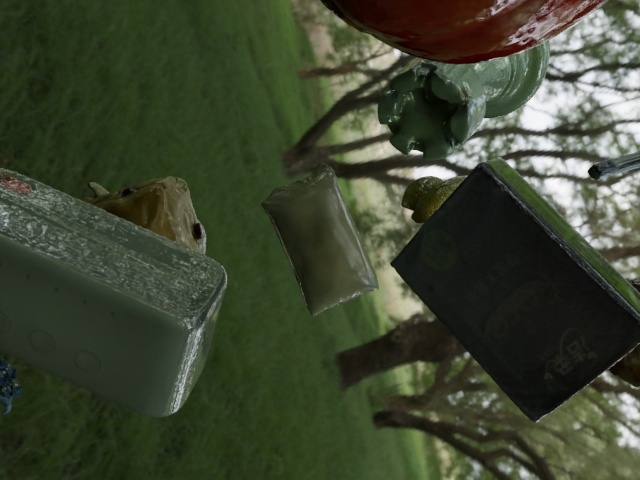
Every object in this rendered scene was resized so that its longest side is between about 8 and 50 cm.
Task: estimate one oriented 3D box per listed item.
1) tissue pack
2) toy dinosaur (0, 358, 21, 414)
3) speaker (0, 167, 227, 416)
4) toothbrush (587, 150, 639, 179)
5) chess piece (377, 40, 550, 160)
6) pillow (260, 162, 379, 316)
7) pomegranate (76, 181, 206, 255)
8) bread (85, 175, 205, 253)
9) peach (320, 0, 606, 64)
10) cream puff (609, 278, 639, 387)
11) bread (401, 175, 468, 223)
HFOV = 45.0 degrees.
[{"bbox_3d":[0.350,0.085,1.371,0.394,0.288,0.124,48,36,13],"label":"tissue pack"},{"bbox_3d":[-0.486,0.223,1.186,0.030,0.047,0.083,-7,72,-48],"label":"toy dinosaur"},{"bbox_3d":[-0.341,0.066,1.093,0.183,0.406,0.184,-66,180,-56],"label":"speaker"},{"bbox_3d":[0.341,-0.089,0.701,0.019,0.220,0.016,90,-21,-53],"label":"toothbrush"},{"bbox_3d":[0.188,-0.219,1.043,0.299,0.195,0.194,-48,126,-49],"label":"chess piece"},{"bbox_3d":[0.000,0.000,1.142,0.053,0.119,0.208,-77,144,-77],"label":"pillow"},{"bbox_3d":[-0.380,0.022,1.588,0.231,0.286,0.231,14,90,-86],"label":"pomegranate"},{"bbox_3d":[-0.376,0.073,1.379,0.191,0.370,0.314,-35,111,-69],"label":"bread"},{"bbox_3d":[0.151,-0.327,0.637,0.370,0.370,0.370,-19,90,-89],"label":"peach"},{"bbox_3d":[0.677,0.190,1.615,0.240,0.164,0.240,41,-36,40],"label":"cream puff"},{"bbox_3d":[0.270,-0.118,1.756,0.149,0.188,0.065,56,-10,55],"label":"bread"}]
